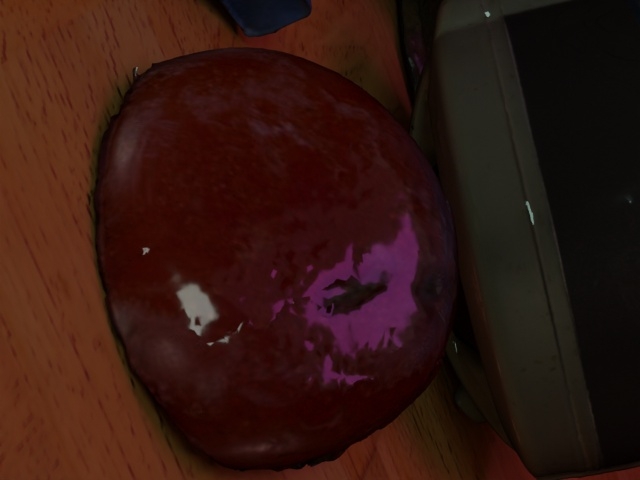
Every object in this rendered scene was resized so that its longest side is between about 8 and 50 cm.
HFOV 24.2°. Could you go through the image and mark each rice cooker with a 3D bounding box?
[{"bbox_3d":[0.188,-0.018,0.837,0.288,0.277,0.288,-11,90,-83],"label":"rice cooker"}]

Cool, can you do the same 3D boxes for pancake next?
[{"bbox_3d":[0.096,-0.104,1.034,0.199,0.021,0.199,49,32,-46],"label":"pancake"}]

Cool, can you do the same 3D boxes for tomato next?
[{"bbox_3d":[0.000,0.000,0.592,0.189,0.099,0.173,6,71,-67],"label":"tomato"}]

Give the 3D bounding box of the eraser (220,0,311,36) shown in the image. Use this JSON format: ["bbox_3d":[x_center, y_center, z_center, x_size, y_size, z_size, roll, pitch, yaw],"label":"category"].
[{"bbox_3d":[-0.071,-0.217,0.594,0.312,0.042,0.144,52,27,-62],"label":"eraser"}]
